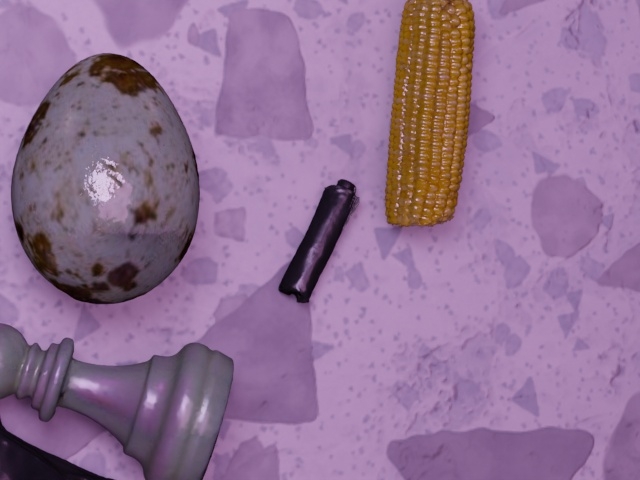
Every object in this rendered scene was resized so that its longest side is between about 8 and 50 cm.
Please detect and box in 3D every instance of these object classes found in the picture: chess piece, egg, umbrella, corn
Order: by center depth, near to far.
[{"bbox_3d":[-0.193,-0.057,1.327,0.169,0.169,0.231,4,78,-20],"label":"egg"},{"bbox_3d":[-0.224,0.132,1.340,0.271,0.139,0.139,17,82,-9],"label":"chess piece"},{"bbox_3d":[-0.002,-0.001,1.468,0.036,0.031,0.133,31,77,-18],"label":"umbrella"},{"bbox_3d":[0.111,-0.132,1.489,0.081,0.081,0.249,7,85,-20],"label":"corn"}]

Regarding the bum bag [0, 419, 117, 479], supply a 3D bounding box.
[{"bbox_3d":[-0.284,0.229,1.337,0.248,0.060,0.123,31,77,-17],"label":"bum bag"}]
